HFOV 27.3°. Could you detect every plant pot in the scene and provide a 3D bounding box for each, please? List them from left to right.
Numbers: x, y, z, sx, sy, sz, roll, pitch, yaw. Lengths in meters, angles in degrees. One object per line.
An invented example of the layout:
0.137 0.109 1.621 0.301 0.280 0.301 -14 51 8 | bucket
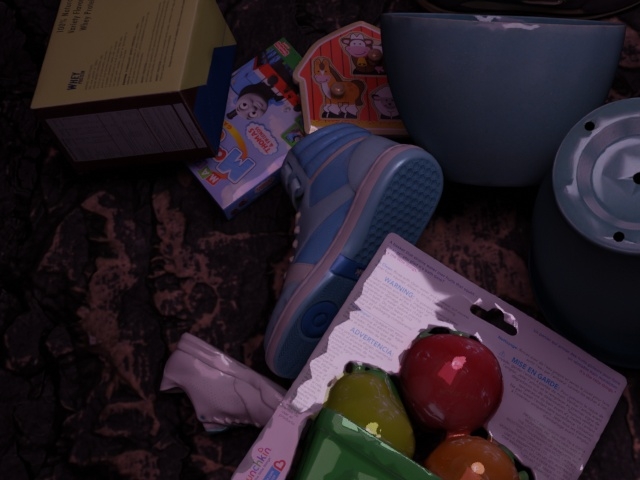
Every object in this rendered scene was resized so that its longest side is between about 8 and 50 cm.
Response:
0.213 -0.170 1.587 0.290 0.290 0.195 4 102 10 | plant pot
0.358 -0.021 1.467 0.271 0.255 0.272 -5 67 12 | plant pot

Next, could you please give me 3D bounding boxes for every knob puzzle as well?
0.059 -0.217 1.713 0.213 0.030 0.213 3 56 -4 | knob puzzle

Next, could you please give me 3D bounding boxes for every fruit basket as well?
0.125 0.213 1.460 0.327 0.165 0.353 31 62 4 | fruit basket

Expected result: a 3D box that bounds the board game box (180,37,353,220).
-0.084 -0.148 1.725 0.211 0.039 0.160 -37 66 -8 | board game box

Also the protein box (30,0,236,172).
-0.234 -0.212 1.690 0.201 0.136 0.200 -5 54 16 | protein box

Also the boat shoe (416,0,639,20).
0.294 -0.350 1.685 0.355 0.130 0.132 -8 89 1 | boat shoe

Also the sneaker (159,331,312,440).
-0.098 0.197 1.561 0.212 0.080 0.094 28 85 25 | sneaker

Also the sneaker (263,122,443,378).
0.000 0.000 1.615 0.319 0.127 0.208 -56 43 3 | sneaker
